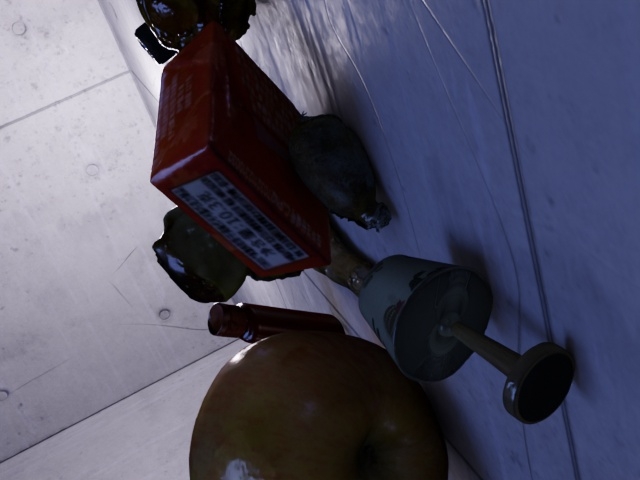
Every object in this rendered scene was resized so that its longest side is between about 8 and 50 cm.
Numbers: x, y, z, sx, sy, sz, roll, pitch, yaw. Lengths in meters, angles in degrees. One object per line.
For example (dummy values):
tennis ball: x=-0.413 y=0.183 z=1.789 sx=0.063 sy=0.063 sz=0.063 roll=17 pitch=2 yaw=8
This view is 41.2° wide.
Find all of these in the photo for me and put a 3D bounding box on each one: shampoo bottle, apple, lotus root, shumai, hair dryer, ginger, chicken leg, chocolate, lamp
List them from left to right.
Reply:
chicken leg: x=-0.165 y=-0.355 z=1.033 sx=0.211 sy=0.140 sz=0.361 roll=47 pitch=157 yaw=18
hair dryer: x=-0.196 y=-0.297 z=1.420 sx=0.219 sy=0.124 sz=0.071 roll=50 pitch=177 yaw=-24
shumai: x=-0.178 y=-0.025 z=1.529 sx=0.304 sy=0.263 sz=0.309 roll=49 pitch=162 yaw=44
chocolate: x=-0.093 y=-0.100 z=1.016 sx=0.237 sy=0.108 sz=0.234 roll=45 pitch=-153 yaw=-41
shampoo bottle: x=-0.082 y=0.159 z=1.576 sx=0.102 sy=0.260 sz=0.064 roll=42 pitch=115 yaw=51
ginger: x=0.000 y=0.000 z=1.276 sx=0.294 sy=0.086 sz=0.131 roll=37 pitch=142 yaw=48
apple: x=0.001 y=0.319 z=1.253 sx=0.346 sy=0.391 sz=0.391 roll=-10 pitch=107 yaw=59
lotus root: x=0.020 y=-0.078 z=0.995 sx=0.165 sy=0.088 sz=0.088 roll=55 pitch=170 yaw=-6
lamp: x=0.127 y=0.087 z=0.788 sx=0.215 sy=0.121 sz=0.121 roll=35 pitch=151 yaw=50
